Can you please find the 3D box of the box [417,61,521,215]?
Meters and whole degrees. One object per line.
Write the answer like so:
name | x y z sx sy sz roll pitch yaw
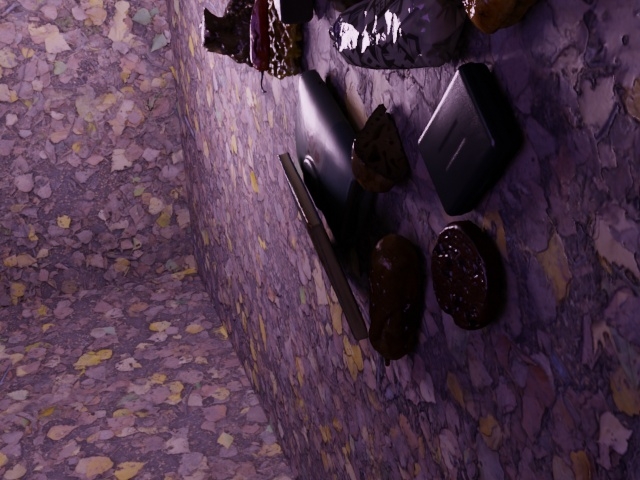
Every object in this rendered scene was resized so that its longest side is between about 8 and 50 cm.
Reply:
box | 0.224 -0.152 1.313 0.230 0.050 0.160 114 140 -62

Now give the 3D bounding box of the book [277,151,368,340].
book | 0.000 0.000 1.897 0.428 0.039 0.300 -115 2 -63

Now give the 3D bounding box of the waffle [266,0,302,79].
waffle | -0.105 -0.518 2.092 0.238 0.059 0.243 -132 36 -57

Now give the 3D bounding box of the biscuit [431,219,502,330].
biscuit | 0.241 0.057 1.408 0.192 0.049 0.192 170 90 -66

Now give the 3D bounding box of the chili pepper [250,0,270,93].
chili pepper | -0.147 -0.496 2.082 0.059 0.051 0.267 -132 40 -62

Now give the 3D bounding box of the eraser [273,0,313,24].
eraser | -0.069 -0.652 1.840 0.061 0.089 0.351 -140 42 -58

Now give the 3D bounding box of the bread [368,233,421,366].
bread | 0.141 0.139 1.712 0.124 0.084 0.344 -121 25 -47

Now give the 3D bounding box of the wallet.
wallet | 0.018 -0.185 1.895 0.252 0.083 0.360 103 151 -44

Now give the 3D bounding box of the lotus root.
lotus root | 0.102 -0.159 1.631 0.135 0.096 0.159 100 158 -58

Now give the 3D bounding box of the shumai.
shumai | -0.246 -0.568 2.305 0.166 0.176 0.205 101 155 -51

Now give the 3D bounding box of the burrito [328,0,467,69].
burrito | 0.115 -0.353 1.443 0.445 0.101 0.138 17 129 68

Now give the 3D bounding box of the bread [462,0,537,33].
bread | 0.220 -0.386 1.125 0.114 0.083 0.210 133 122 -64

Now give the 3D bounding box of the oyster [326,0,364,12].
oyster | 0.005 -0.592 1.584 0.110 0.166 0.341 138 131 -73
